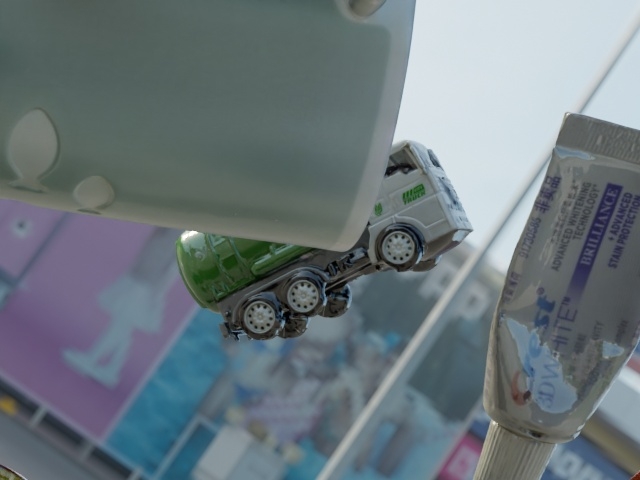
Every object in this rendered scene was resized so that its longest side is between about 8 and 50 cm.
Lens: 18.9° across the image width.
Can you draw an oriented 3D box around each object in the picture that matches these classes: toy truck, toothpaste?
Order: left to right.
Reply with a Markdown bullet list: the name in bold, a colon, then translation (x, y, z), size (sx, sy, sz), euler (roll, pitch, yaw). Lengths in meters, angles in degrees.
- **toy truck**: translation (0.000, 0.000, 1.626), size (0.125, 0.242, 0.101), euler (66, 13, 8)
- **toothpaste**: translation (0.168, 0.054, 1.283), size (0.099, 0.282, 0.068), euler (0, 29, -39)

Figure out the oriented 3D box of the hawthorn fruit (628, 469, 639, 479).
- **hawthorn fruit**: translation (0.257, 0.227, 1.020), size (0.242, 0.242, 0.271), euler (37, 3, -11)

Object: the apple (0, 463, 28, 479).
- **apple**: translation (-0.229, 0.231, 1.214), size (0.156, 0.158, 0.147), euler (-11, -39, 24)

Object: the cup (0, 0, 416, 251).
- **cup**: translation (-0.094, -0.141, 1.097), size (0.275, 0.259, 0.357), euler (6, -6, -9)
